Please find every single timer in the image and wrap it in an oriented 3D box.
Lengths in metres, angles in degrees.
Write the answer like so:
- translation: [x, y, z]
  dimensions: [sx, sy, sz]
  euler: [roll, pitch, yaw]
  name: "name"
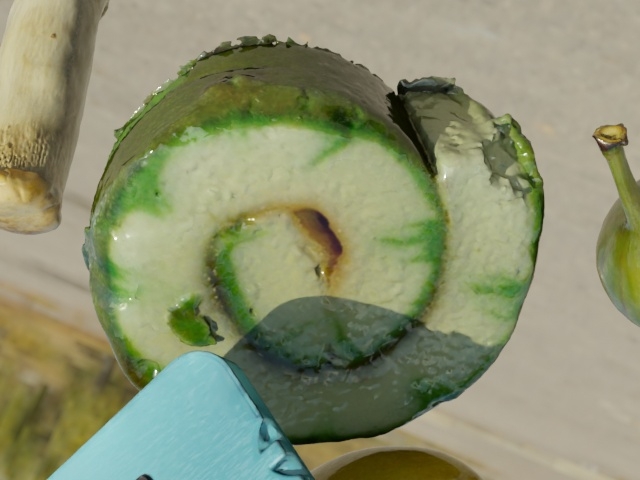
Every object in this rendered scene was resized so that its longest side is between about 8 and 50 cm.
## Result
- translation: [-0.096, 0.237, 1.401]
  dimensions: [0.091, 0.250, 0.232]
  euler: [21, -150, -55]
  name: "timer"

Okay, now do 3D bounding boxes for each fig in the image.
- translation: [0.294, -0.010, 1.561]
  dimensions: [0.151, 0.151, 0.259]
  euler: [20, 168, 24]
  name: "fig"

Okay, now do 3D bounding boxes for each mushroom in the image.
- translation: [-0.261, -0.152, 1.786]
  dimensions: [0.095, 0.351, 0.122]
  euler: [-5, 138, 19]
  name: "mushroom"

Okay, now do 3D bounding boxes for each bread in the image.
- translation: [0.000, 0.000, 1.559]
  dimensions: [0.366, 0.382, 0.129]
  euler: [58, -174, -32]
  name: "bread"

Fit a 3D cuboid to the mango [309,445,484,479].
- translation: [0.037, 0.316, 1.681]
  dimensions: [0.221, 0.199, 0.384]
  euler: [56, 140, 20]
  name: "mango"
